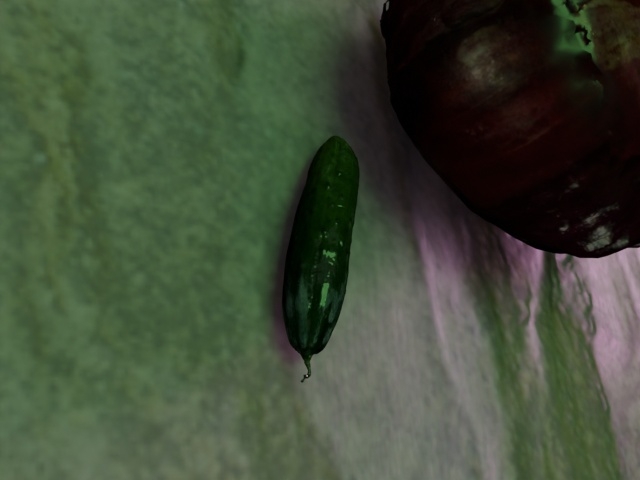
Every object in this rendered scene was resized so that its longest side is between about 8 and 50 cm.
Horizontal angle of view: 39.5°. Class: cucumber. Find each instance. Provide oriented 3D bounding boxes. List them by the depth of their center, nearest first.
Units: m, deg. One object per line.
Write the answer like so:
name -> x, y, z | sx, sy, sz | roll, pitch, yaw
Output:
cucumber -> 0.000, 0.000, 0.518 | 0.039, 0.039, 0.167 | 27, 54, -25

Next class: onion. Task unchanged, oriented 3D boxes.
onion -> 0.162, -0.114, 0.574 | 0.252, 0.219, 0.252 | 22, 57, -39
